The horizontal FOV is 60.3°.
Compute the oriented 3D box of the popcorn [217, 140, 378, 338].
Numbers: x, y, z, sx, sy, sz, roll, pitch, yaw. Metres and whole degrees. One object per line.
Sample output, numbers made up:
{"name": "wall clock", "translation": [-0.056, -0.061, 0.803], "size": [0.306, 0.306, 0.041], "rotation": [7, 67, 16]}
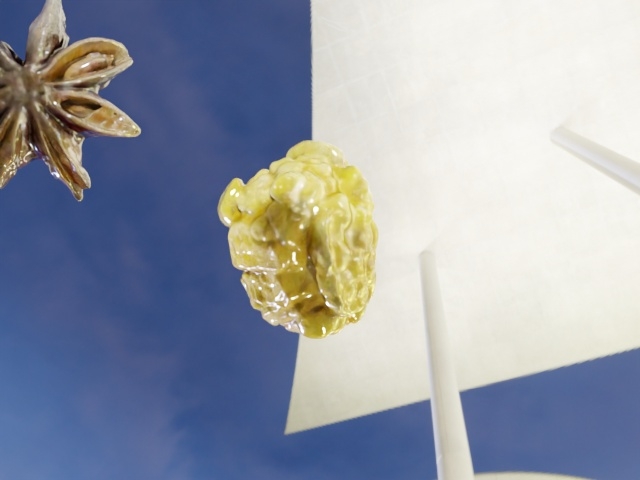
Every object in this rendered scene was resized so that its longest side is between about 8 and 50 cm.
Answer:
{"name": "popcorn", "translation": [-0.015, -0.002, 0.548], "size": [0.163, 0.140, 0.194], "rotation": [9, -92, -39]}

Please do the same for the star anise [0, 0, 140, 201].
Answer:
{"name": "star anise", "translation": [-0.421, -0.214, 0.794], "size": [0.314, 0.108, 0.316], "rotation": [0, -89, -15]}
